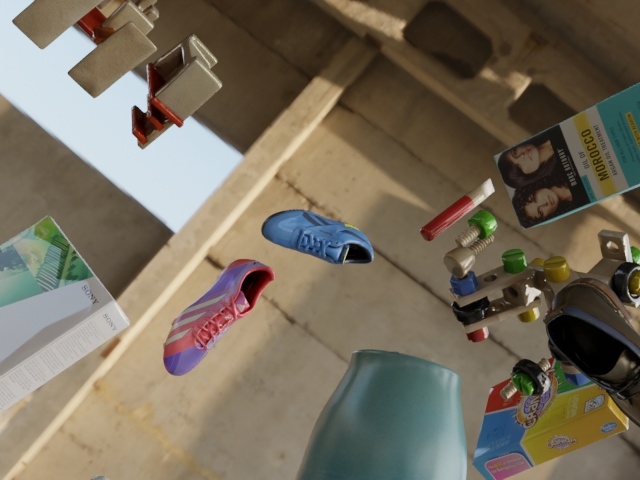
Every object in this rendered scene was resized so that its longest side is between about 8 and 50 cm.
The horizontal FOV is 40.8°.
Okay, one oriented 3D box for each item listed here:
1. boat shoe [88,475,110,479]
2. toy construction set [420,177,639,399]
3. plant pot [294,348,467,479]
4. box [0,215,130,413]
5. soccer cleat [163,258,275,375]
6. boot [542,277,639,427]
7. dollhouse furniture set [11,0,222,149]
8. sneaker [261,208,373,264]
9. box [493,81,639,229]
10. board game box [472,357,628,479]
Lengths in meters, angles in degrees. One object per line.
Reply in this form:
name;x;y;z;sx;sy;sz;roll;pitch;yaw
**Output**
boat shoe;-0.408;0.531;1.614;0.078;0.219;0.070;10;18;15
toy construction set;0.322;0.041;1.244;0.309;0.237;0.257;54;-21;-3
plant pot;0.111;0.315;1.343;0.272;0.255;0.271;14;-17;4
box;-0.435;0.122;1.107;0.232;0.322;0.058;40;-22;42
soccer cleat;-0.173;0.127;1.460;0.095;0.248;0.083;2;-45;46
boot;0.284;0.133;0.779;0.219;0.082;0.106;49;28;17
dollhouse furniture set;-0.248;-0.241;1.004;0.259;0.135;0.262;45;17;-35
sneaker;0.000;0.000;1.507;0.209;0.069;0.082;12;23;-26
box;0.314;-0.098;0.956;0.244;0.060;0.100;-28;-100;49
board game box;0.460;0.329;1.705;0.064;0.242;0.316;47;-55;-11
